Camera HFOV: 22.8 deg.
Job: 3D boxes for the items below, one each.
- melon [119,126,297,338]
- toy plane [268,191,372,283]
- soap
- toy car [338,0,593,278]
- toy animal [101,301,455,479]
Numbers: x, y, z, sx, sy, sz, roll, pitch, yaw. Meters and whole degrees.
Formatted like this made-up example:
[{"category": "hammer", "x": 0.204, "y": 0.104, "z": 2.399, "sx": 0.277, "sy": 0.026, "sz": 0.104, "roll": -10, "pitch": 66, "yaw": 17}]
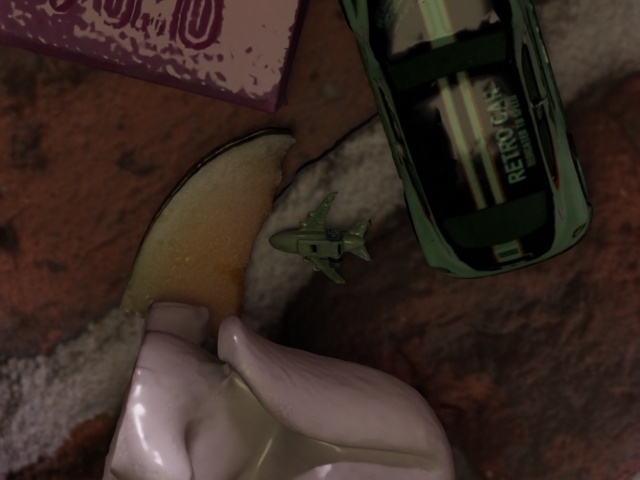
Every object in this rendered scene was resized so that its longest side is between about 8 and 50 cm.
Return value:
[{"category": "melon", "x": -0.087, "y": -0.014, "z": 1.242, "sx": 0.098, "sy": 0.054, "sz": 0.182, "roll": 16, "pitch": 107, "yaw": -6}, {"category": "toy plane", "x": 0.000, "y": 0.001, "z": 1.246, "sx": 0.083, "sy": 0.033, "sz": 0.080, "roll": -2, "pitch": 120, "yaw": 6}, {"category": "soap", "x": -0.129, "y": -0.211, "z": 1.174, "sx": 0.259, "sy": 0.081, "sz": 0.181, "roll": 16, "pitch": 106, "yaw": 0}, {"category": "toy car", "x": 0.103, "y": -0.110, "z": 1.160, "sx": 0.136, "sy": 0.125, "sz": 0.306, "roll": -16, "pitch": 105, "yaw": 10}, {"category": "toy animal", "x": -0.026, "y": 0.163, "z": 1.203, "sx": 0.264, "sy": 0.206, "sz": 0.272, "roll": 12, "pitch": 147, "yaw": -6}]
